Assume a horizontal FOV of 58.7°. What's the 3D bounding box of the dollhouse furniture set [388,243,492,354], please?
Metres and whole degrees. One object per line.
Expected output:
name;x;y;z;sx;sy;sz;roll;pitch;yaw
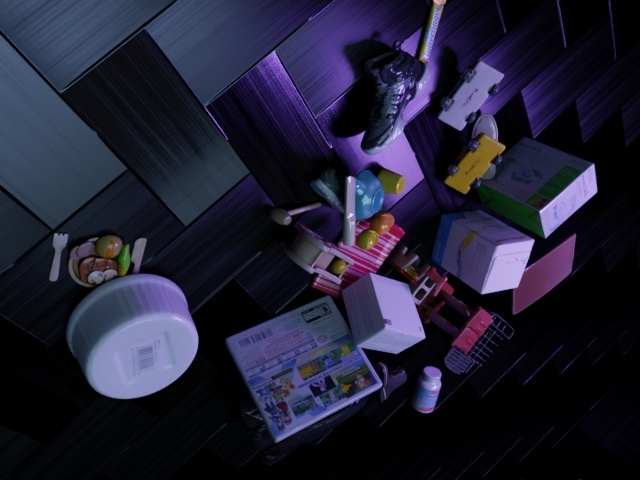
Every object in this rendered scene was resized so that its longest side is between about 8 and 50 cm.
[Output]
dollhouse furniture set;0.357;0.191;1.782;0.152;0.201;0.374;-52;133;2

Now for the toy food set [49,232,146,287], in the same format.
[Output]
toy food set;-0.473;0.047;1.221;0.192;0.038;0.132;3;114;-36

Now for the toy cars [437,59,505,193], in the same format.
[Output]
toy cars;0.421;-0.318;1.598;0.177;0.087;0.393;-7;125;11

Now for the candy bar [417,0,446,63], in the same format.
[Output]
candy bar;0.277;-0.522;1.427;0.040;0.018;0.161;-3;117;-34

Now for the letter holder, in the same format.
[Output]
letter holder;0.739;0.092;2.030;0.302;0.152;0.214;-32;132;-16

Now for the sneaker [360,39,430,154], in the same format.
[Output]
sneaker;0.150;-0.351;1.388;0.153;0.101;0.268;31;90;-42

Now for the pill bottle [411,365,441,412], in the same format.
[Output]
pill bottle;0.393;0.547;2.095;0.087;0.087;0.160;-7;120;-32

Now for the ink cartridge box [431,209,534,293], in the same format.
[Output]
ink cartridge box;0.496;0.031;1.762;0.171;0.233;0.168;-7;119;-32

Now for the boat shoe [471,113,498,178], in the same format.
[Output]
boat shoe;0.493;-0.288;1.705;0.065;0.075;0.206;-63;147;-53

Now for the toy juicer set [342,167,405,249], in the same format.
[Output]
toy juicer set;0.101;-0.077;1.453;0.329;0.090;0.209;-14;119;-59

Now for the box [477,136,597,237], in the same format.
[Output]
box;0.655;-0.166;1.739;0.231;0.262;0.126;-40;132;-8

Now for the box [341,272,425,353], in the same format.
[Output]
box;0.178;0.209;1.621;0.181;0.181;0.119;19;135;-40

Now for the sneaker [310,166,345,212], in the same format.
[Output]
sneaker;0.047;-0.127;1.472;0.076;0.065;0.166;-55;137;-6

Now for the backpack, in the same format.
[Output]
backpack;-0.037;0.445;1.646;0.356;0.273;0.290;-17;126;0

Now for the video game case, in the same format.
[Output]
video game case;-0.045;0.331;1.532;0.329;0.300;0.036;-20;155;-25

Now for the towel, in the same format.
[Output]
towel;0.111;0.049;1.641;0.199;0.031;0.274;28;98;-41

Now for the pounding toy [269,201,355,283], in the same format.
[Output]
pounding toy;0.000;0.000;1.449;0.269;0.154;0.154;32;96;-43

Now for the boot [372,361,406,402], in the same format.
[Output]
boot;0.239;0.454;1.951;0.137;0.077;0.197;-28;142;-24

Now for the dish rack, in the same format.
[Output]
dish rack;0.591;0.395;2.154;0.271;0.074;0.208;-52;132;2

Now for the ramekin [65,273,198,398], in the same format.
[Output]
ramekin;-0.413;0.224;1.284;0.277;0.135;0.277;-19;132;-23
